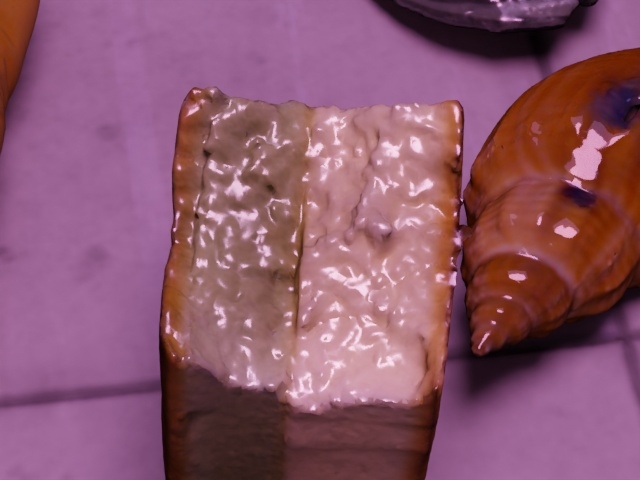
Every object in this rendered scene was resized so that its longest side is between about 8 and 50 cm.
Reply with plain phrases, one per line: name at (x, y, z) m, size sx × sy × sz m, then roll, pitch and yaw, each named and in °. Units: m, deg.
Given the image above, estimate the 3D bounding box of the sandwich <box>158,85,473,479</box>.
sandwich at (0.000, 0.000, 0.745) m, size 0.108 × 0.186 × 0.220 m, roll 6°, pitch 50°, yaw 1°

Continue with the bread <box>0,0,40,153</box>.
bread at (-0.206, -0.041, 0.834) m, size 0.142 × 0.091 × 0.305 m, roll -1°, pitch 50°, yaw 7°

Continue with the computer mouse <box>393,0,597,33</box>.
computer mouse at (0.060, -0.163, 0.960) m, size 0.105 × 0.062 × 0.192 m, roll -35°, pitch 65°, yaw -27°

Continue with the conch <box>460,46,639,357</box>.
conch at (0.149, -0.055, 0.850) m, size 0.109 × 0.093 × 0.330 m, roll 26°, pitch 54°, yaw 21°
